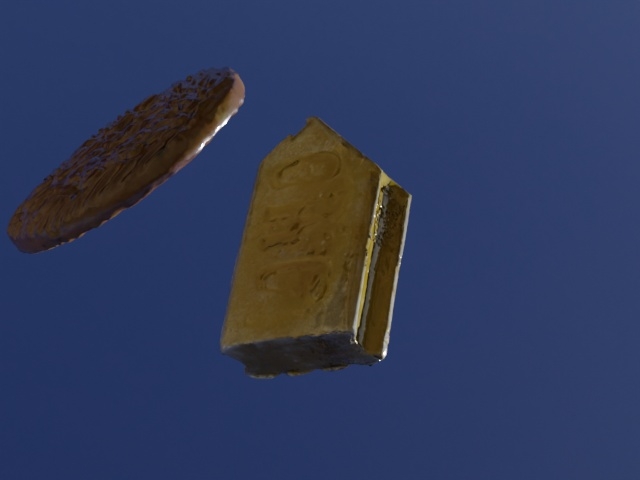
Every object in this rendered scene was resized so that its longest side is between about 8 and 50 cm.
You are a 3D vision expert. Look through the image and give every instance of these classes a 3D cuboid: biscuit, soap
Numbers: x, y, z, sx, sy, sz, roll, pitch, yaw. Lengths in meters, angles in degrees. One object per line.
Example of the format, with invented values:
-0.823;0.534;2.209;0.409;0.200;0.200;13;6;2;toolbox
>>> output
-0.131;-0.056;1.006;0.188;0.027;0.188;-31;-161;12;biscuit
0.000;0.000;1.482;0.160;0.080;0.257;-11;-125;32;soap
